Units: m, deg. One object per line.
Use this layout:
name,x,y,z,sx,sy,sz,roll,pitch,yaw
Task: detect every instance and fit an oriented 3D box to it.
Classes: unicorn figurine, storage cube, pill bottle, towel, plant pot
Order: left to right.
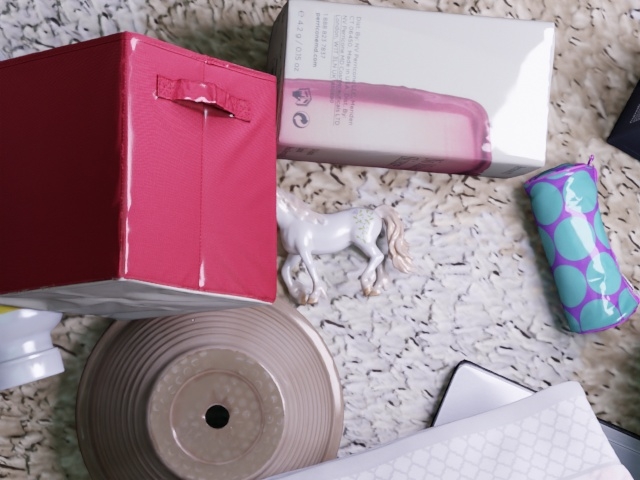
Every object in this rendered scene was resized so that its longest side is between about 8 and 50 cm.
pill bottle,-0.279,0.034,1.556,0.103,0.103,0.184,-16,89,-8
storage cube,-0.162,-0.043,1.481,0.184,0.215,0.193,12,74,-50
plant pot,-0.093,0.151,1.572,0.237,0.110,0.237,0,88,-7
unicorn figurine,0.000,0.000,1.622,0.162,0.060,0.111,-7,88,-24
towel,0.114,0.270,1.428,0.332,0.317,0.053,-16,134,-6

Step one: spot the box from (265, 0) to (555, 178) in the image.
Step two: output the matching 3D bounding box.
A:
box,0.072,-0.128,1.585,0.232,0.148,0.126,5,87,-6

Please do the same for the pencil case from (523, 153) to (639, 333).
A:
pencil case,0.236,0.005,1.642,0.070,0.064,0.151,-19,90,8

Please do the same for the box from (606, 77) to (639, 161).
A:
box,0.362,-0.106,1.591,0.153,0.207,0.108,29,84,-6

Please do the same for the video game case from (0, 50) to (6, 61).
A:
video game case,-0.385,-0.151,1.592,0.193,0.023,0.212,-33,92,-7

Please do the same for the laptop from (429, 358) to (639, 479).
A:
laptop,0.232,0.362,1.538,0.382,0.236,0.408,24,85,-6
